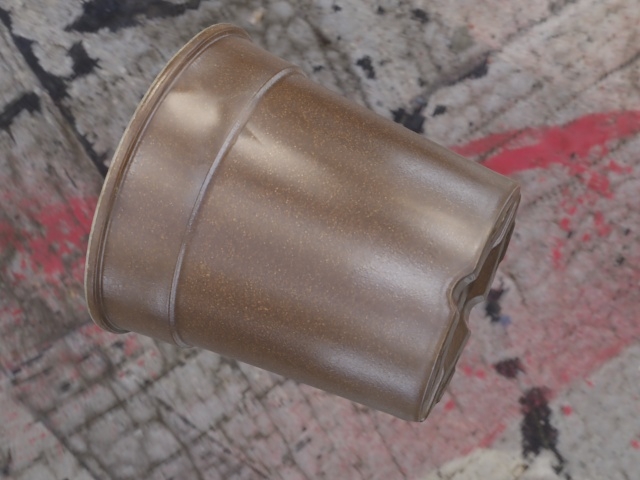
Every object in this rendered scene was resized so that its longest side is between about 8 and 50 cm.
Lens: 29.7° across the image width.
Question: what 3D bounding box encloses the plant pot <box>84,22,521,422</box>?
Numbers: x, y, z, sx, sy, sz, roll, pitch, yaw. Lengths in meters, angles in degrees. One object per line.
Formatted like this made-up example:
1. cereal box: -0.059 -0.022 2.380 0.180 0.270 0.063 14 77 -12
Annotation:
1. plant pot: 0.000 0.000 0.591 0.165 0.167 0.167 23 99 12
